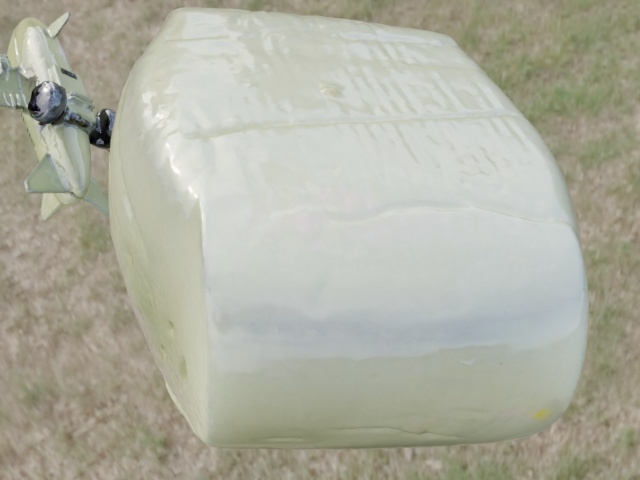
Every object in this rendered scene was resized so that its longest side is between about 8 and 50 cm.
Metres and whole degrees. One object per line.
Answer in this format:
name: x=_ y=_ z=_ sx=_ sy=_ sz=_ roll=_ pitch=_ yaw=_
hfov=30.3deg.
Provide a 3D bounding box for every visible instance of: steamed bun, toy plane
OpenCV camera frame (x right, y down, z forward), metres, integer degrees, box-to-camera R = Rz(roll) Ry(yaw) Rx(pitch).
steamed bun: x=0.000 y=0.000 z=0.563 sx=0.200 sy=0.155 sz=0.250 roll=0 pitch=36 yaw=-15
toy plane: x=-0.247 y=-0.123 z=1.099 sx=0.092 sy=0.229 sz=0.244 roll=-34 pitch=55 yaw=28
